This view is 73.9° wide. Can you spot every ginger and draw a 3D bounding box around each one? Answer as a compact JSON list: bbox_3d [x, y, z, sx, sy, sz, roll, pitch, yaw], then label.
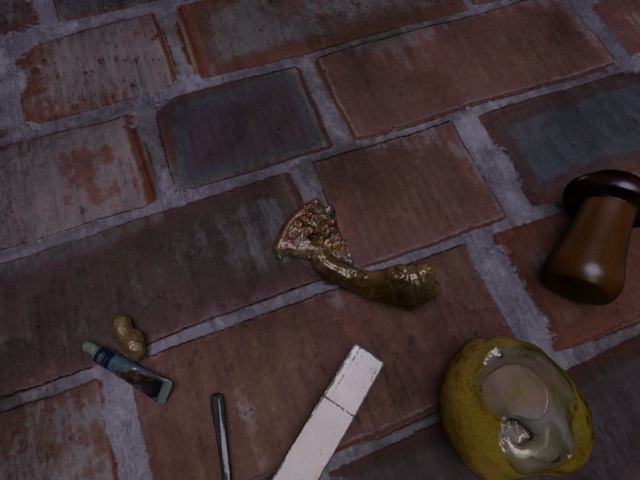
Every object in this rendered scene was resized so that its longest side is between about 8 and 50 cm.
[{"bbox_3d":[0.117,0.078,0.931,0.294,0.131,0.086,15,50,7],"label":"ginger"}]

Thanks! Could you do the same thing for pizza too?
[{"bbox_3d":[0.000,0.000,0.997,0.195,0.052,0.185,36,75,11],"label":"pizza"}]

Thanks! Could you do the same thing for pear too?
[{"bbox_3d":[0.354,0.310,0.796,0.271,0.271,0.271,0,69,-1],"label":"pear"}]

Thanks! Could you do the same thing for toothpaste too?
[{"bbox_3d":[-0.406,0.268,0.889,0.216,0.037,0.062,27,106,8],"label":"toothpaste"}]

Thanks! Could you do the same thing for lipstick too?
[{"bbox_3d":[0.001,0.382,0.834,0.080,0.076,0.371,31,72,12],"label":"lipstick"}]

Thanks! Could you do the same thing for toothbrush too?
[{"bbox_3d":[-0.184,0.450,0.830,0.030,0.030,0.297,-15,68,3],"label":"toothbrush"}]

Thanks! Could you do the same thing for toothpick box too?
[{"bbox_3d":[0.618,-0.016,0.949,0.192,0.192,0.294,27,77,9],"label":"toothpick box"}]

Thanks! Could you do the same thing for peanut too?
[{"bbox_3d":[-0.410,0.204,0.910,0.054,0.054,0.113,-39,73,-14],"label":"peanut"}]
